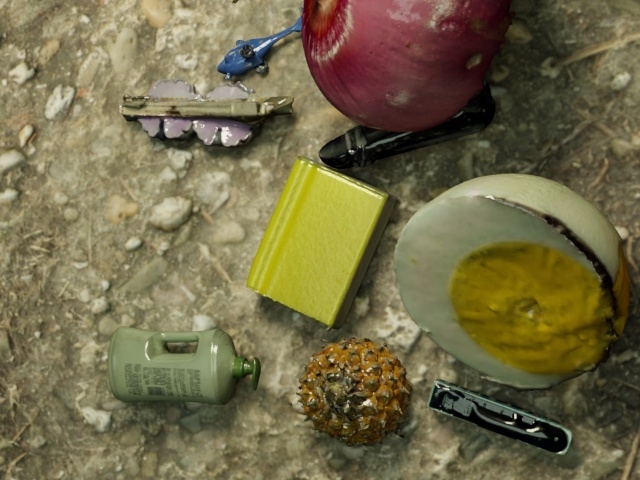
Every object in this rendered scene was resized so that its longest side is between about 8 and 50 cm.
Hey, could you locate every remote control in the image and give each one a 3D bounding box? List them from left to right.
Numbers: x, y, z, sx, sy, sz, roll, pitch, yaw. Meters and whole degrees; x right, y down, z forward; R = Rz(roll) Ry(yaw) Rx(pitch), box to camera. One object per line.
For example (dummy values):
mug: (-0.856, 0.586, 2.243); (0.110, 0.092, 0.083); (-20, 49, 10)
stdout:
remote control: (0.127, -0.155, 1.730); (0.266, 0.090, 0.066); (-21, 110, 13)

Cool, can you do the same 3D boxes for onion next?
onion: (0.095, -0.341, 1.600); (0.345, 0.358, 0.358); (38, 102, -20)

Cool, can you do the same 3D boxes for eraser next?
eraser: (0.000, 0.000, 1.771); (0.158, 0.069, 0.226); (25, 95, 21)

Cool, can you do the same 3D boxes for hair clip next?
hair clip: (-0.180, -0.197, 1.840); (0.292, 0.084, 0.106); (4, 94, 24)

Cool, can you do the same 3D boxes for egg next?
egg: (0.271, 0.025, 1.606); (0.337, 0.201, 0.337); (16, 134, 17)

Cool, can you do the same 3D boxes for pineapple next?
pineapple: (0.039, 0.221, 1.714); (0.176, 0.137, 0.161); (20, 94, 19)

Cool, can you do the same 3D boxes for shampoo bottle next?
shampoo bottle: (-0.201, 0.192, 1.822); (0.234, 0.087, 0.118); (0, 88, 18)

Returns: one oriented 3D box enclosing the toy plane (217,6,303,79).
toy plane: (-0.089, -0.301, 1.828); (0.167, 0.054, 0.062); (-26, 54, 16)

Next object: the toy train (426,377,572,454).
toy train: (0.254, 0.250, 1.688); (0.207, 0.047, 0.043); (19, 97, 17)
